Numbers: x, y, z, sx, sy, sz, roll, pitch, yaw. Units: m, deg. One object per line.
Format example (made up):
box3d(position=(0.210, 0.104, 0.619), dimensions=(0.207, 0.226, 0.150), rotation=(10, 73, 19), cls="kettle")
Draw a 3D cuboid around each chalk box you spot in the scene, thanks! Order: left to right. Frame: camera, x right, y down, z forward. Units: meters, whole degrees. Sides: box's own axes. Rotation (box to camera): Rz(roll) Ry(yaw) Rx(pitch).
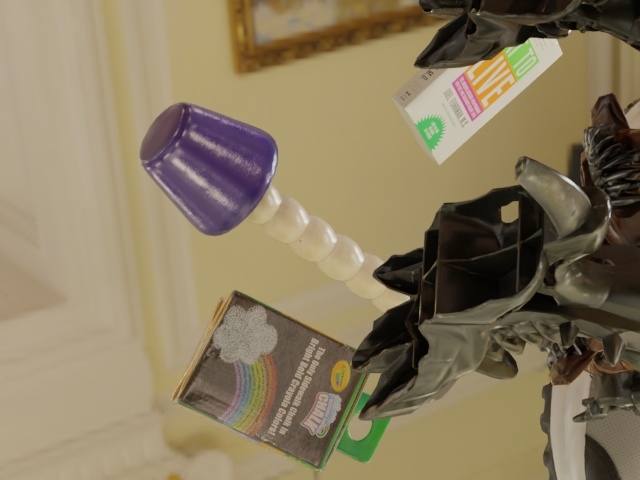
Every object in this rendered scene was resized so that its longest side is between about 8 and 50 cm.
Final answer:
box3d(position=(-0.031, 0.157, 1.564), dimensions=(0.213, 0.132, 0.132), rotation=(28, 171, -6), cls="chalk box")

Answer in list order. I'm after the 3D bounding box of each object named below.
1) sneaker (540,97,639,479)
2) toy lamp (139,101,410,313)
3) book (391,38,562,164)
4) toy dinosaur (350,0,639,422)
box3d(position=(0.176, 0.048, 0.699), dimensions=(0.108, 0.100, 0.271), rotation=(0, -116, 34), cls="sneaker")
box3d(position=(0.000, 0.000, 0.990), dimensions=(0.275, 0.080, 0.080), rotation=(33, -178, -31), cls="toy lamp")
box3d(position=(0.130, -0.141, 1.251), dimensions=(0.144, 0.096, 0.035), rotation=(-43, -123, -2), cls="book")
box3d(position=(0.140, -0.016, 0.471), dimensions=(0.218, 0.322, 0.164), rotation=(16, -130, -13), cls="toy dinosaur")
